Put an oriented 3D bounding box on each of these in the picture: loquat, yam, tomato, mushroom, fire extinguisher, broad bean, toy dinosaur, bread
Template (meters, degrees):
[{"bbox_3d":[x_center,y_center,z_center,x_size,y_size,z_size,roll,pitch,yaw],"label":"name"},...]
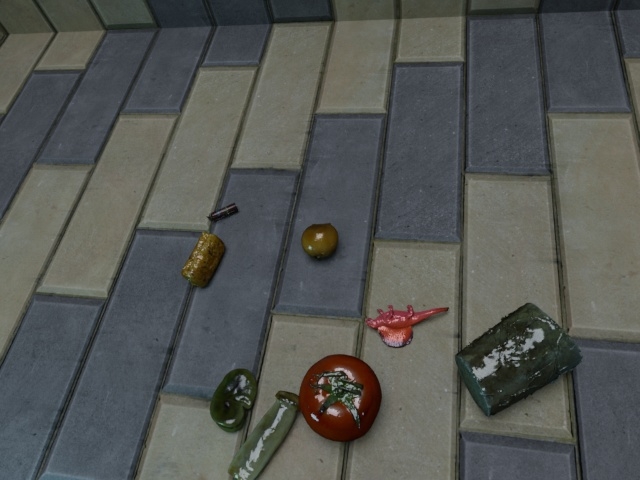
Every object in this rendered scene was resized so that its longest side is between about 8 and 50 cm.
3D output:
[{"bbox_3d":[0.000,0.000,1.971,0.141,0.141,0.141,-5,58,7],"label":"loquat"},{"bbox_3d":[0.589,0.355,1.589,0.348,0.241,0.241,-31,58,-7],"label":"yam"},{"bbox_3d":[0.060,0.479,1.605,0.256,0.224,0.255,-2,59,4],"label":"tomato"},{"bbox_3d":[-0.168,0.614,1.651,0.100,0.081,0.312,26,70,27],"label":"mushroom"},{"bbox_3d":[-0.407,-0.113,2.175,0.132,0.039,0.056,-25,48,-6],"label":"fire extinguisher"},{"bbox_3d":[-0.290,0.527,1.741,0.153,0.072,0.206,0,47,7],"label":"broad bean"},{"bbox_3d":[0.296,0.293,1.784,0.287,0.070,0.138,-2,68,6],"label":"toy dinosaur"},{"bbox_3d":[-0.446,0.073,2.023,0.084,0.114,0.210,2,58,31],"label":"bread"}]
